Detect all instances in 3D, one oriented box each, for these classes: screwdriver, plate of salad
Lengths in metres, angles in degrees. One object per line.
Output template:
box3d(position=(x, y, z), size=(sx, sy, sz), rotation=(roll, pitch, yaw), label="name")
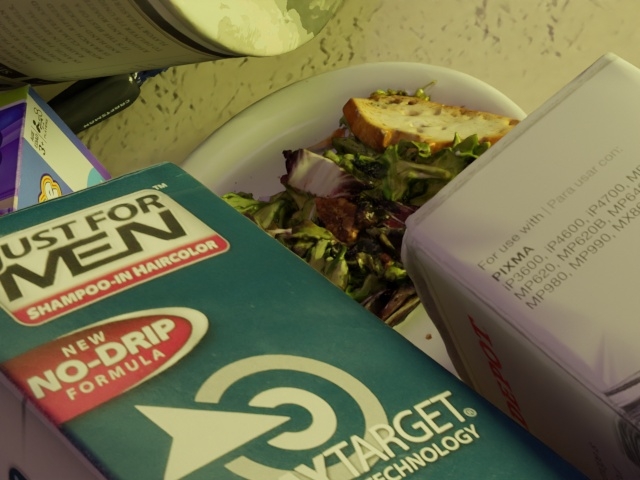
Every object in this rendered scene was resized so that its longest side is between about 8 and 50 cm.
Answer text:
box3d(position=(-0.063, -0.096, 0.716), size=(0.170, 0.025, 0.024), rotation=(-27, 49, -4), label="screwdriver")
box3d(position=(0.000, 0.000, 0.594), size=(0.200, 0.048, 0.200), rotation=(-13, 54, 18), label="plate of salad")

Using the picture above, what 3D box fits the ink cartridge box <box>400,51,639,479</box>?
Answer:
box3d(position=(0.137, 0.068, 0.404), size=(0.092, 0.158, 0.218), rotation=(-42, 50, -11), label="ink cartridge box")

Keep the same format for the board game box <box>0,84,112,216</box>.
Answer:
box3d(position=(-0.267, 0.088, 0.646), size=(0.347, 0.078, 0.233), rotation=(-16, 52, 16), label="board game box")

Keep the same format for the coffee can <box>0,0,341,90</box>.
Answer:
box3d(position=(-0.147, -0.167, 0.664), size=(0.275, 0.201, 0.201), rotation=(-3, 57, 32), label="coffee can")

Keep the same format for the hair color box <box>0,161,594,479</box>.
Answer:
box3d(position=(0.022, 0.140, 0.372), size=(0.105, 0.174, 0.347), rotation=(-23, 46, -37), label="hair color box")
